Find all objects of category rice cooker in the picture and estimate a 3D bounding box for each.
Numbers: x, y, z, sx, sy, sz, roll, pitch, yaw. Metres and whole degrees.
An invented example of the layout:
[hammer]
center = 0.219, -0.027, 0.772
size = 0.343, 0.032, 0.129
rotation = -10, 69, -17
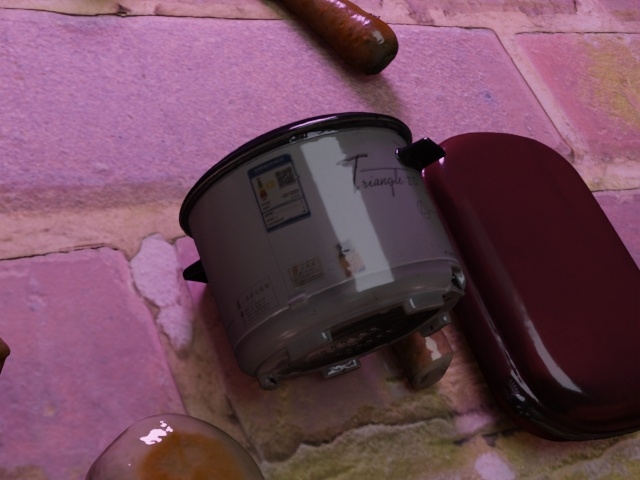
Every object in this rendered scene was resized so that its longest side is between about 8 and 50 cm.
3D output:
[rice cooker]
center = 0.000, 0.000, 0.798
size = 0.241, 0.280, 0.227
rotation = 14, 50, -62

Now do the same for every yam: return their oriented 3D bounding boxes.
[yam]
center = 0.063, 0.024, 0.941
size = 0.066, 0.066, 0.300
rotation = -7, 60, -32

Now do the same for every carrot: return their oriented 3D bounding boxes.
[carrot]
center = -0.018, -0.338, 1.181
size = 0.298, 0.078, 0.078
rotation = 38, 46, 9

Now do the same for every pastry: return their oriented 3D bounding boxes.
[pastry]
center = -0.113, 0.210, 0.680
size = 0.156, 0.092, 0.156
rotation = 21, 43, -21

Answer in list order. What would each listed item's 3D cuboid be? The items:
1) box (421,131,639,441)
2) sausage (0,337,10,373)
[box]
center = 0.260, 0.043, 0.996
size = 0.263, 0.108, 0.404
rotation = -2, 56, -29
[sausage]
center = -0.428, 0.174, 0.509
size = 0.501, 0.136, 0.123
rotation = -29, 98, -43
